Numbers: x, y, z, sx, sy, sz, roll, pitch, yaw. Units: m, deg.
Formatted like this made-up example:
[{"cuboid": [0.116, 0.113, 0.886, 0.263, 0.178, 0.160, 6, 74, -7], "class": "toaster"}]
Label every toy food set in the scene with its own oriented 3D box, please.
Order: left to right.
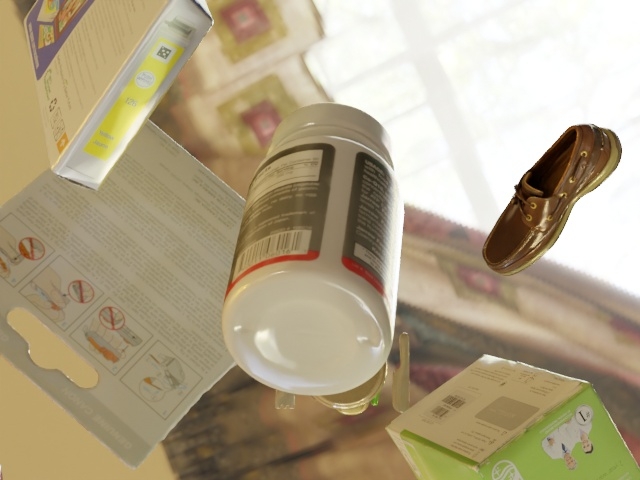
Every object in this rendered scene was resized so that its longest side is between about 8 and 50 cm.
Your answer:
[{"cuboid": [0.033, 0.186, 2.074, 0.038, 0.192, 0.132, -84, -4, -87], "class": "toy food set"}]

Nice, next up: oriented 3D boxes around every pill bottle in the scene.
[{"cuboid": [0.000, 0.000, 1.413, 0.161, 0.161, 0.283, 50, -151, -29], "class": "pill bottle"}]

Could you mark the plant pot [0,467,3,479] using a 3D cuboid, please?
[{"cuboid": [-0.407, 0.256, 1.445, 0.180, 0.201, 0.201, 75, 175, -80], "class": "plant pot"}]

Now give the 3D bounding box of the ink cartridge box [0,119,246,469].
[{"cuboid": [-0.222, 0.053, 1.621, 0.308, 0.091, 0.385, 41, -132, 2], "class": "ink cartridge box"}]

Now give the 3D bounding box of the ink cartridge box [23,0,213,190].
[{"cuboid": [-0.196, -0.258, 1.491, 0.072, 0.307, 0.304, 26, -153, -32], "class": "ink cartridge box"}]

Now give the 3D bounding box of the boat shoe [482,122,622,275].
[{"cuboid": [0.208, -0.043, 1.365, 0.060, 0.178, 0.064, 17, -149, -40], "class": "boat shoe"}]

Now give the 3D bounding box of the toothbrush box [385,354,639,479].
[{"cuboid": [0.202, 0.251, 1.203, 0.283, 0.122, 0.206, 57, 167, -12], "class": "toothbrush box"}]
